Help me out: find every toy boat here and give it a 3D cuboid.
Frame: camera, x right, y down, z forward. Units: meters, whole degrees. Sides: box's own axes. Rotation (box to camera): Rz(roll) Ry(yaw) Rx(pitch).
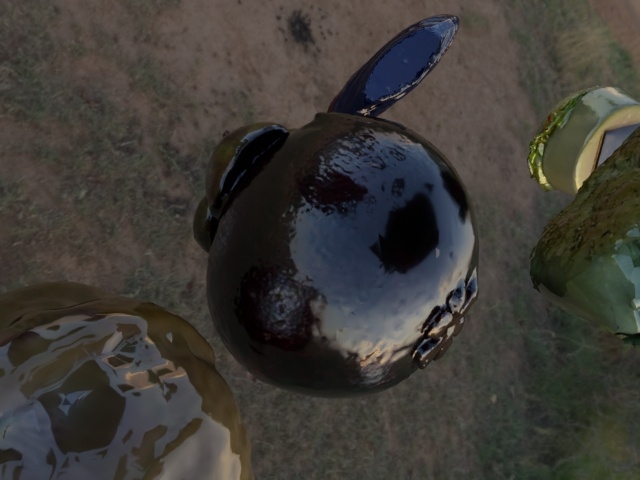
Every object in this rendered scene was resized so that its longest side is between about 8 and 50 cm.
[{"bbox_3d":[0.084,-0.231,0.919,0.219,0.318,0.072,-41,97,-16],"label":"toy boat"}]

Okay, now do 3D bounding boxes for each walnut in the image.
[{"bbox_3d":[-0.203,0.184,0.437,0.344,0.306,0.306,-37,104,-35],"label":"walnut"}]

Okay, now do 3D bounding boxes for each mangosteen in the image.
[{"bbox_3d":[0.000,0.000,0.665,0.347,0.306,0.307,37,32,25],"label":"mangosteen"}]

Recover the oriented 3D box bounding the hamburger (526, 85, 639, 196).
[{"bbox_3d":[0.290,-0.105,0.667,0.141,0.081,0.126,-28,130,-10],"label":"hamburger"}]

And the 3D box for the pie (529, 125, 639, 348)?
[{"bbox_3d":[0.288,-0.080,0.372,0.078,0.371,0.296,45,37,-2],"label":"pie"}]
